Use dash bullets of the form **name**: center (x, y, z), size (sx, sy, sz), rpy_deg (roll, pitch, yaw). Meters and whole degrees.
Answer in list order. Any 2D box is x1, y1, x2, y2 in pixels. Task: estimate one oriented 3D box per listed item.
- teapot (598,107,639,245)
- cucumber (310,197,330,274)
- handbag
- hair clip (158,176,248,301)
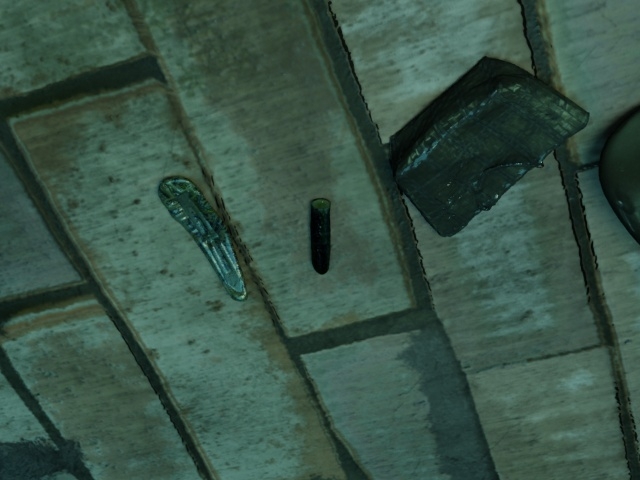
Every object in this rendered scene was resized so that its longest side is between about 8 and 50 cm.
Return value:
- **teapot**: center (0.532, -0.059, 1.126), size (0.223, 0.305, 0.285), rpy_deg (16, 148, 48)
- **cucumber**: center (0.000, 0.000, 1.283), size (0.032, 0.032, 0.133), rpy_deg (3, 125, 3)
- **handbag**: center (0.215, -0.123, 1.158), size (0.175, 0.088, 0.270), rpy_deg (35, 120, -26)
- **hair clip**: center (-0.170, -0.003, 1.294), size (0.066, 0.036, 0.229), rpy_deg (-24, 112, 14)
